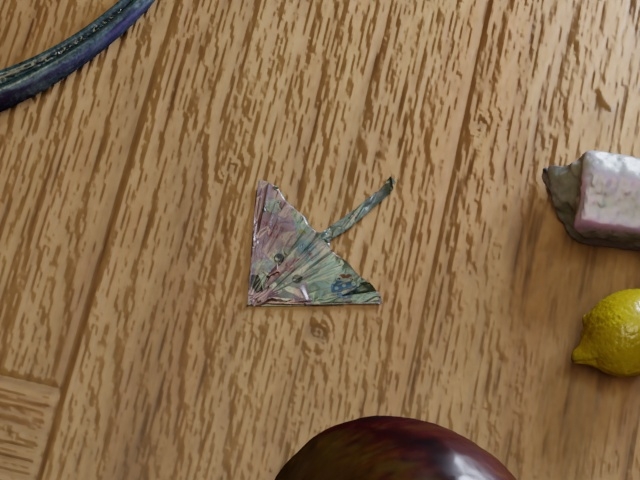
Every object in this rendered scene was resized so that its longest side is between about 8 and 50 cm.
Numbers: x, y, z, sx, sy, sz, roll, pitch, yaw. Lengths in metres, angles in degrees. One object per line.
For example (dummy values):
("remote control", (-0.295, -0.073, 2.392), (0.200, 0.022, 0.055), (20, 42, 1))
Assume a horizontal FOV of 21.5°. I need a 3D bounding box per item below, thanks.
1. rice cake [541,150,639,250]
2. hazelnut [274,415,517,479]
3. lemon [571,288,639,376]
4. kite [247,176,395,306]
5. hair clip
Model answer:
("rice cake", (0.371, -0.012, 1.303), (0.399, 0.064, 0.070), (7, 75, -1))
("hazelnut", (0.068, 0.231, 1.129), (0.217, 0.217, 0.251), (-15, 48, -9))
("lemon", (0.230, 0.071, 1.265), (0.092, 0.065, 0.065), (-24, 73, -11))
("kite", (0.000, 0.000, 1.306), (0.156, 0.011, 0.139), (-39, 78, -15))
("hair clip", (-0.244, -0.131, 1.328), (0.275, 0.048, 0.083), (-25, 71, -17))
